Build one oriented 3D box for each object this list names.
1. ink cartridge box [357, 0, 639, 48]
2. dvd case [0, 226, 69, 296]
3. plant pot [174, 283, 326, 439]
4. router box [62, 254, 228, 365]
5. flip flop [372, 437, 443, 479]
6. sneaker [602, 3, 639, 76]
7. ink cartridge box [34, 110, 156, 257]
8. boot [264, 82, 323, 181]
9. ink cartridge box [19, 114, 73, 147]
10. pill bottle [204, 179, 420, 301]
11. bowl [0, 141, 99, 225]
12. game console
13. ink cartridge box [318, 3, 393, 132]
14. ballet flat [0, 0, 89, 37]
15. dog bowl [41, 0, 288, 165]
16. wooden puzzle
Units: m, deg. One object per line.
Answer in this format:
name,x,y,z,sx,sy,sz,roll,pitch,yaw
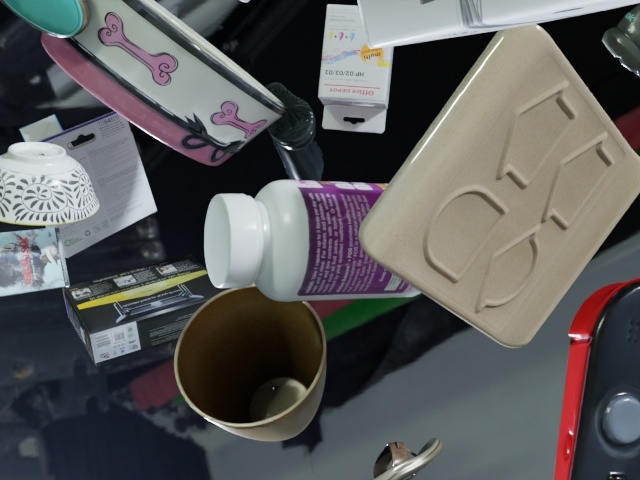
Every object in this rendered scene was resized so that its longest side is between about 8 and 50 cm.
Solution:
ink cartridge box,0.148,-0.186,0.480,0.159,0.092,0.218,-19,16,-37
dvd case,-0.406,0.029,1.046,0.119,0.087,0.013,-7,-6,-45
plant pot,-0.088,0.236,1.275,0.237,0.237,0.254,-19,-35,-1
router box,-0.378,0.142,1.681,0.309,0.243,0.081,-15,-63,-25
flip flop,0.134,0.431,1.470,0.277,0.080,0.112,-15,-33,-41
sneaker,0.520,-0.227,1.059,0.106,0.267,0.101,-49,-1,23
ink cartridge box,-0.437,-0.114,1.461,0.223,0.045,0.223,-33,-59,-40
boot,-0.042,-0.192,1.579,0.094,0.246,0.207,-30,-52,-3
ink cartridge box,-0.536,-0.146,1.607,0.078,0.134,0.231,-27,-13,-11
pill bottle,0.000,0.000,1.069,0.302,0.169,0.169,0,-34,-25
bowl,-0.391,-0.088,1.062,0.170,0.170,0.080,-3,-66,-28
game console,0.375,0.225,0.681,0.387,0.341,0.060,12,-10,-17
ink cartridge box,0.056,-0.262,1.182,0.104,0.181,0.061,5,0,8
ballet flat,-0.423,-0.381,1.015,0.280,0.096,0.095,37,-71,-21
dog bowl,-0.256,-0.276,1.225,0.150,0.408,0.408,-52,-36,8
wooden puzzle,0.236,-0.057,0.982,0.348,0.080,0.322,33,-87,-38
